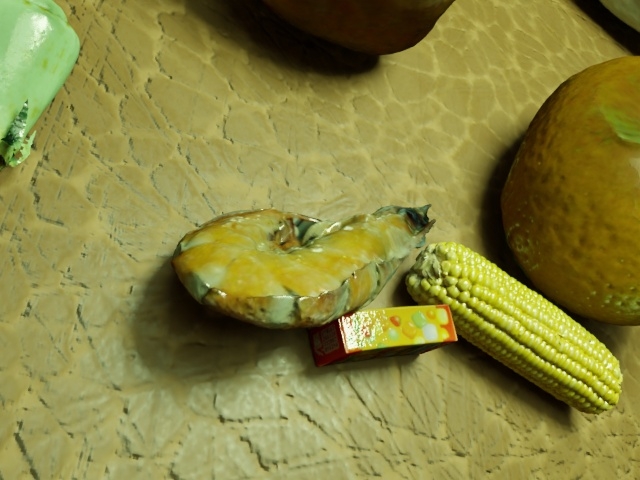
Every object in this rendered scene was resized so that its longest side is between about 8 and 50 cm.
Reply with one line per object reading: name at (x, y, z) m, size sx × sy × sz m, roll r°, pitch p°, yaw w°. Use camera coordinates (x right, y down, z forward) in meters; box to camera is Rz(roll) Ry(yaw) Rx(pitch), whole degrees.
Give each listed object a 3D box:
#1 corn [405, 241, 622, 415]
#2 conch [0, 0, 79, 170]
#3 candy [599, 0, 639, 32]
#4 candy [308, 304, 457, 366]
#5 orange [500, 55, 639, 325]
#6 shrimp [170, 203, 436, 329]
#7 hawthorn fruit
corn at (0.200, 0.088, 0.599) m, size 0.248 × 0.081 × 0.081 m, roll 33°, pitch 55°, yaw -10°
conch at (-0.266, -0.140, 0.480) m, size 0.105 × 0.079 × 0.170 m, roll 12°, pitch 67°, yaw -5°
candy at (0.568, -0.535, 1.039) m, size 0.386 × 0.186 × 0.427 m, roll -17°, pitch 77°, yaw -24°
candy at (0.057, 0.086, 0.537) m, size 0.121 × 0.062 × 0.038 m, roll 0°, pitch 68°, yaw -28°
orange at (0.358, -0.078, 0.658) m, size 0.262 × 0.196 × 0.335 m, roll 31°, pitch 60°, yaw 12°
shrimp at (0.000, 0.000, 0.538) m, size 0.164 × 0.062 × 0.316 m, roll 31°, pitch 30°, yaw 27°
hawthorn fruit at (0.023, -0.347, 0.619) m, size 0.300 × 0.268 × 0.268 m, roll 10°, pitch 61°, yaw -12°
